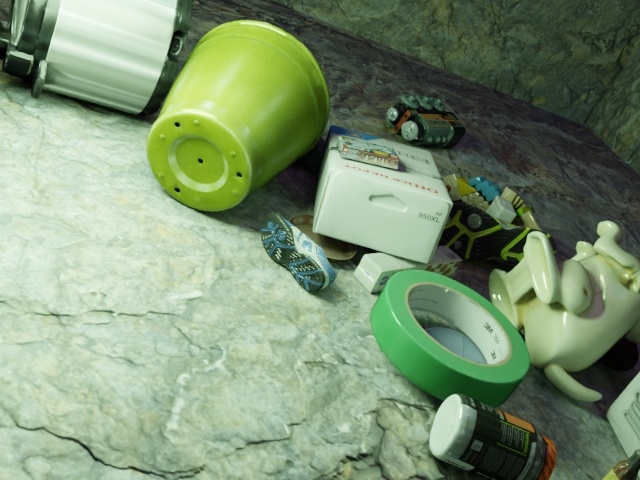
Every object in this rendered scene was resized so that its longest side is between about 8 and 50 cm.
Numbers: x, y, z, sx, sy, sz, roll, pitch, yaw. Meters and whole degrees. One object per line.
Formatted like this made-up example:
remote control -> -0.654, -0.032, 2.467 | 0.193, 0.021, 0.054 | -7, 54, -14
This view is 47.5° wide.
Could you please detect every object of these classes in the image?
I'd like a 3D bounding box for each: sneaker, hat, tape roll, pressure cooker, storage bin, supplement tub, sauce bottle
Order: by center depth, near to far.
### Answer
supplement tub -> 0.293, 0.346, 1.234 | 0.190, 0.117, 0.117 | 25, 27, -7
sauce bottle -> 0.542, 0.427, 1.311 | 0.042, 0.128, 0.042 | 21, 30, -13
tape roll -> 0.257, 0.189, 1.446 | 0.321, 0.077, 0.321 | 21, 28, -12
sneaker -> -0.048, 0.024, 1.534 | 0.211, 0.080, 0.081 | 51, 28, 21
pressure cooker -> -0.538, -0.509, 1.651 | 0.420, 0.375, 0.370 | 12, 21, -28
hat -> 0.728, 0.181, 1.901 | 0.331, 0.134, 0.331 | 23, 28, -13
sneaker -> 0.444, -0.003, 1.997 | 0.385, 0.145, 0.147 | 20, -3, -9
storage bin -> -0.022, -0.241, 2.001 | 0.091, 0.098, 0.135 | 48, 19, -23

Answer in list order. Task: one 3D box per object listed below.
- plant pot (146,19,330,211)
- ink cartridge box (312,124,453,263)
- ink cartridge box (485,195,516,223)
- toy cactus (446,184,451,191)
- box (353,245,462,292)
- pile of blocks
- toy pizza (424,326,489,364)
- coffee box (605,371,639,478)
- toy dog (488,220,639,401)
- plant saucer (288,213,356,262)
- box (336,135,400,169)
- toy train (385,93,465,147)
plant pot -> -0.203, -0.251, 1.610 | 0.366, 0.366, 0.353 | 28, 39, 0
ink cartridge box -> 0.138, -0.125, 1.771 | 0.286, 0.166, 0.395 | 15, 22, -5
ink cartridge box -> 0.510, -0.056, 2.118 | 0.052, 0.122, 0.088 | 22, 28, -11
toy cactus -> 0.367, -0.108, 2.121 | 0.180, 0.112, 0.219 | 24, 17, -29
box -> 0.212, 0.063, 1.705 | 0.324, 0.063, 0.067 | -6, 41, -47
pile of blocks -> 0.546, -0.112, 2.220 | 0.362, 0.149, 0.113 | 43, 31, 28
toy pizza -> 0.280, 0.253, 1.475 | 0.201, 0.032, 0.201 | 21, 29, -12
coffee box -> 0.847, 0.390, 1.424 | 0.334, 0.337, 0.338 | 20, 28, -15
toy dog -> 0.659, 0.144, 1.655 | 0.408, 0.284, 0.395 | -5, 55, -15
plant saucer -> 0.000, 0.000, 1.658 | 0.168, 0.029, 0.168 | 22, 27, -12
box -> 0.109, -0.203, 1.676 | 0.137, 0.027, 0.094 | 12, 21, -9
toy train -> 0.382, -0.425, 2.634 | 0.334, 0.142, 0.190 | -7, 53, -48
